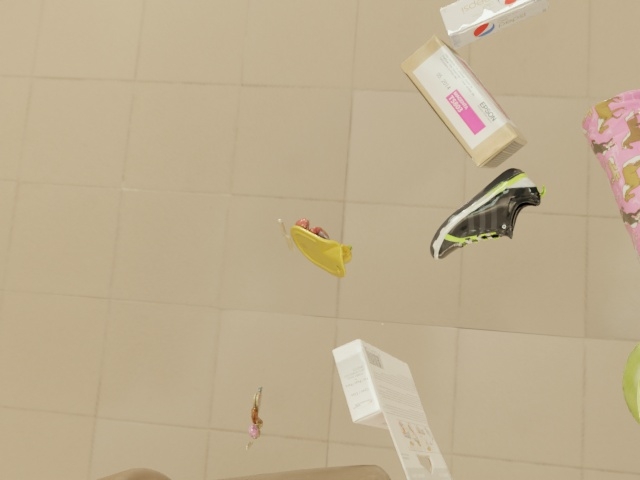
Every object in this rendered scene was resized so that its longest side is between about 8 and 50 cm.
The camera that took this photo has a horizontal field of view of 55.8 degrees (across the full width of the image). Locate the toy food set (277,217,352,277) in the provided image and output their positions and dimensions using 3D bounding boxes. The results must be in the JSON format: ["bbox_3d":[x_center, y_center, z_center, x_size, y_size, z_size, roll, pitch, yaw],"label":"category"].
[{"bbox_3d":[0.000,0.000,1.394,0.071,0.128,0.218,-43,45,-20],"label":"toy food set"}]

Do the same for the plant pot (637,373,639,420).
[{"bbox_3d":[0.572,0.242,0.810,0.275,0.293,0.275,-9,68,22],"label":"plant pot"}]

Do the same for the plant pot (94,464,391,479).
[{"bbox_3d":[-0.040,0.261,0.402,0.229,0.263,0.263,-21,81,3],"label":"plant pot"}]

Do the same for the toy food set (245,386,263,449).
[{"bbox_3d":[-0.132,0.370,1.258,0.019,0.078,0.122,6,85,7],"label":"toy food set"}]

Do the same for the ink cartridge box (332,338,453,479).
[{"bbox_3d":[0.142,0.343,1.157,0.066,0.296,0.261,-27,61,15],"label":"ink cartridge box"}]

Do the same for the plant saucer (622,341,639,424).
[{"bbox_3d":[0.743,0.296,1.227,0.241,0.037,0.241,0,86,4],"label":"plant saucer"}]

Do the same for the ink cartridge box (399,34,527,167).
[{"bbox_3d":[0.270,-0.248,1.113,0.088,0.193,0.235,-38,81,22],"label":"ink cartridge box"}]

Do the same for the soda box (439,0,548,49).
[{"bbox_3d":[0.377,-0.503,1.315,0.216,0.069,0.074,-19,72,17],"label":"soda box"}]

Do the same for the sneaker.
[{"bbox_3d":[0.305,-0.031,1.102,0.234,0.084,0.097,-44,69,15],"label":"sneaker"}]

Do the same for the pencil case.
[{"bbox_3d":[0.644,-0.112,1.173,0.160,0.167,0.386,-17,62,12],"label":"pencil case"}]
